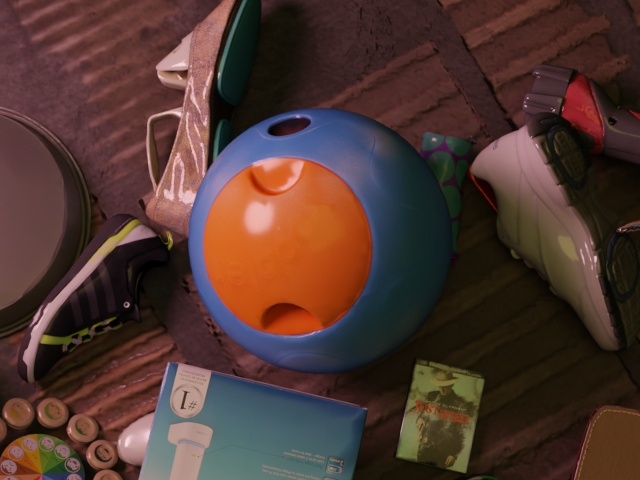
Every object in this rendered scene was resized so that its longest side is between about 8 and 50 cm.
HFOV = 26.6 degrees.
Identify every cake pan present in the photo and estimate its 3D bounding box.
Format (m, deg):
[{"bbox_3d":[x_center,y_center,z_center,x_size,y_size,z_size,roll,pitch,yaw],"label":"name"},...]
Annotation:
[{"bbox_3d":[-0.419,-0.028,1.588,0.293,0.054,0.293,0,78,-2],"label":"cake pan"}]

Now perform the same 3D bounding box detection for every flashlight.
[{"bbox_3d":[0.389,-0.127,1.577,0.304,0.103,0.103,15,97,16],"label":"flashlight"}]

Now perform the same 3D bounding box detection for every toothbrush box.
[{"bbox_3d":[-0.091,0.294,1.416,0.216,0.126,0.296,13,81,-4],"label":"toothbrush box"}]

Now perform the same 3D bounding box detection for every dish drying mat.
[{"bbox_3d":[0.209,-0.061,1.638,0.032,0.008,0.083,-37,83,-8],"label":"dish drying mat"}]

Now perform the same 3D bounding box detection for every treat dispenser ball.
[{"bbox_3d":[0.000,0.000,1.476,0.288,0.288,0.288,0,78,-2],"label":"treat dispenser ball"}]

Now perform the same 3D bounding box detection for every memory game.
[{"bbox_3d":[-0.308,0.256,1.504,0.186,0.012,0.186,15,52,-20],"label":"memory game"}]

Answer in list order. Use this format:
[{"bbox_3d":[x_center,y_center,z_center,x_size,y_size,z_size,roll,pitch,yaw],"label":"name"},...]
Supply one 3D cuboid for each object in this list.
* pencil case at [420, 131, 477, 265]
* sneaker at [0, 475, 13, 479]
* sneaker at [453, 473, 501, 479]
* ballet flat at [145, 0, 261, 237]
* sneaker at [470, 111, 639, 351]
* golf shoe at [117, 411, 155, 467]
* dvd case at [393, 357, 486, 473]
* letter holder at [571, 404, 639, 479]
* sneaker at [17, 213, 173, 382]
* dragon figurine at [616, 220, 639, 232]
[{"bbox_3d":[0.143,-0.051,1.604,0.064,0.070,0.152,0,76,39],"label":"pencil case"},{"bbox_3d":[-0.346,0.319,1.497,0.271,0.100,0.108,38,74,6],"label":"sneaker"},{"bbox_3d":[0.118,0.410,1.467,0.134,0.146,0.344,23,79,3],"label":"sneaker"},{"bbox_3d":[-0.149,-0.161,1.603,0.106,0.107,0.316,7,77,13],"label":"ballet flat"},{"bbox_3d":[0.283,-0.003,1.583,0.111,0.129,0.297,-33,100,-47],"label":"sneaker"},{"bbox_3d":[-0.146,0.218,1.529,0.176,0.086,0.069,-9,80,-2],"label":"golf shoe"},{"bbox_3d":[0.140,0.204,1.577,0.087,0.013,0.119,13,77,1],"label":"dvd case"},{"bbox_3d":[0.357,0.349,1.486,0.214,0.152,0.302,11,78,3],"label":"letter holder"},{"bbox_3d":[-0.254,0.075,1.556,0.097,0.084,0.235,34,79,4],"label":"sneaker"},{"bbox_3d":[0.468,0.075,1.544,0.289,0.085,0.144,26,58,-22],"label":"dragon figurine"}]
